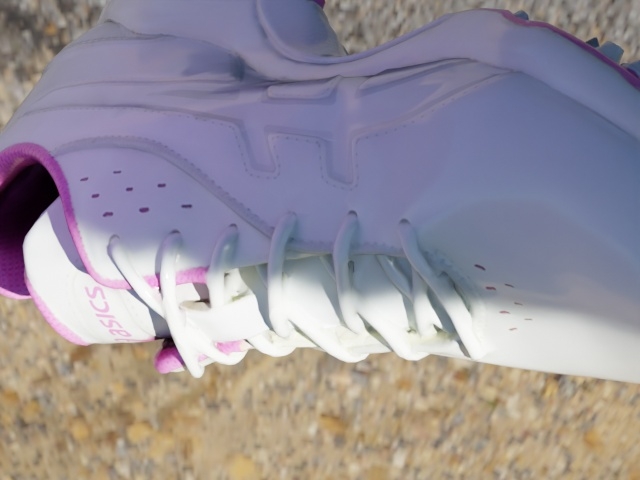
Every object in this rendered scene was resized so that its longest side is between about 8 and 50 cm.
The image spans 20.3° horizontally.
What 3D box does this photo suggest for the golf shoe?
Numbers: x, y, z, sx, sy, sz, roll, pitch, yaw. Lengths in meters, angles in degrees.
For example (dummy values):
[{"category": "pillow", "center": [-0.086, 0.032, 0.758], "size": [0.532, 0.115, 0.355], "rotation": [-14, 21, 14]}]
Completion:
[{"category": "golf shoe", "center": [0.000, 0.000, 0.529], "size": [0.140, 0.115, 0.306], "rotation": [-43, 34, -20]}]
